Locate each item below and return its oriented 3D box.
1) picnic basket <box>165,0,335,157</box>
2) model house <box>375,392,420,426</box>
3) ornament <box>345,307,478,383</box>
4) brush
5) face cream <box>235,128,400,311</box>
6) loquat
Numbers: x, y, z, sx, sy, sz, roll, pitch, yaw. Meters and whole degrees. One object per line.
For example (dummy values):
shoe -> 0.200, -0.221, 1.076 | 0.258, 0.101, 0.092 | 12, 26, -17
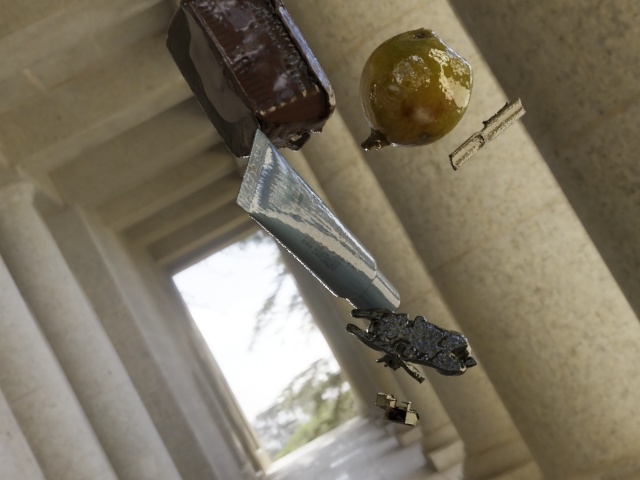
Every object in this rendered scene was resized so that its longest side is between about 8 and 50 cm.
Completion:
picnic basket -> -0.124, -0.267, 1.554 | 0.129, 0.297, 0.222 | -28, -7, -28
model house -> 0.157, 0.346, 2.069 | 0.083, 0.057, 0.058 | 4, -9, 35
ornament -> 0.162, 0.173, 1.569 | 0.080, 0.202, 0.236 | -68, -23, -12
brush -> 0.343, -0.223, 2.108 | 0.248, 0.043, 0.036 | -40, 23, -30
face cream -> 0.000, 0.000, 1.535 | 0.086, 0.136, 0.385 | -12, -41, 33
loquat -> 0.161, -0.259, 1.851 | 0.246, 0.213, 0.213 | -52, -9, 4
